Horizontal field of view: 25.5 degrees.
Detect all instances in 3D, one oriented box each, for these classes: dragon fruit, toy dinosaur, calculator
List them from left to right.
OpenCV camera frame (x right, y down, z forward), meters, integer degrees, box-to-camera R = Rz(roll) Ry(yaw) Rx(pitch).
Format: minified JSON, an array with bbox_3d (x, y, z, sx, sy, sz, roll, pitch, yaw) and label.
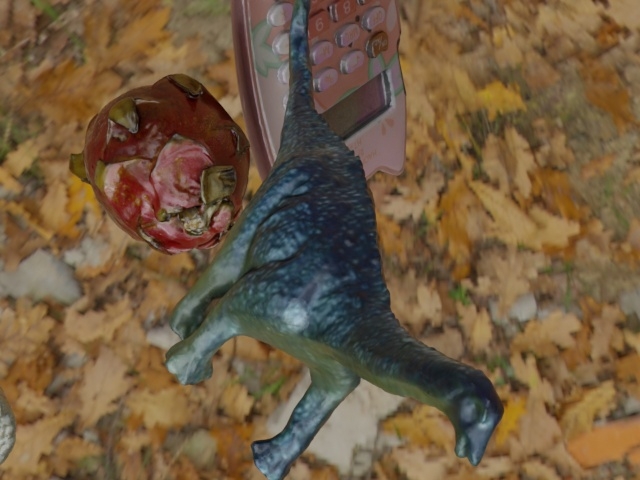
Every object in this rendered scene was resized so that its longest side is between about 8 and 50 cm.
[{"bbox_3d":[-0.136,-0.058,1.083,0.125,0.246,0.125,42,71,-24],"label":"dragon fruit"},{"bbox_3d":[-0.006,0.010,0.688,0.076,0.363,0.147,29,116,-29],"label":"toy dinosaur"},{"bbox_3d":[-0.001,-0.177,1.273,0.048,0.220,0.330,16,127,36],"label":"calculator"}]

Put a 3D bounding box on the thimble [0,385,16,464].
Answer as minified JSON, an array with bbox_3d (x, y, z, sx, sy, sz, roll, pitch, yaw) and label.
[{"bbox_3d":[-0.298,0.129,1.082,0.102,0.090,0.115,-48,130,3],"label":"thimble"}]
